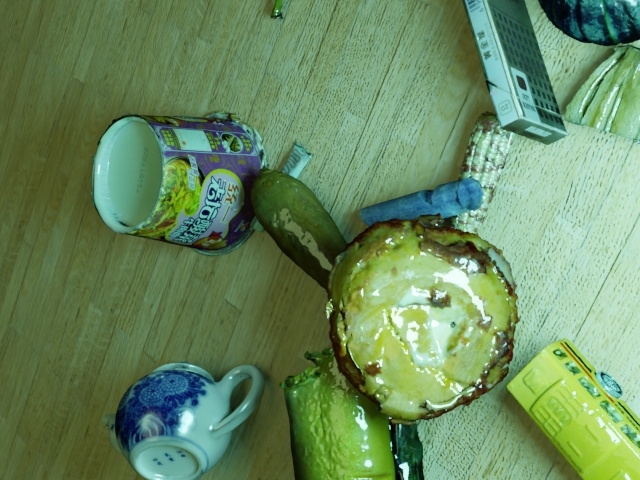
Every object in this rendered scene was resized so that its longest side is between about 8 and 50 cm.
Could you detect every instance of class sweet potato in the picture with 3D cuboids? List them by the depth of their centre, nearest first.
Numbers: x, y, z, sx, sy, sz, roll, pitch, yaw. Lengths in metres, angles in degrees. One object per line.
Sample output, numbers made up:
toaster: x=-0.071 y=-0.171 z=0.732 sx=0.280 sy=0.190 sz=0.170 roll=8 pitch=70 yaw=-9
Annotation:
sweet potato: x=-0.002 y=0.005 z=1.622 sx=0.422 sy=0.130 sz=0.130 roll=44 pitch=114 yaw=24

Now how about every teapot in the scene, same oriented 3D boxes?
teapot: x=-0.311 y=0.373 z=1.790 sx=0.424 sy=0.252 sz=0.280 roll=-22 pitch=36 yaw=17

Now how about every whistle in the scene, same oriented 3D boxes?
whistle: x=0.168 y=-0.055 z=1.471 sx=0.304 sy=0.062 sz=0.062 roll=-14 pitch=78 yaw=58

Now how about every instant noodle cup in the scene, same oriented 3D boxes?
instant noodle cup: x=-0.320 y=-0.138 z=1.789 sx=0.340 sy=0.266 sz=0.340 roll=-4 pitch=84 yaw=39

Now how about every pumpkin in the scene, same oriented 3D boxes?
pumpkin: x=0.423 y=-0.422 z=1.211 sx=0.248 sy=0.248 sz=0.248 roll=-2 pitch=86 yaw=39

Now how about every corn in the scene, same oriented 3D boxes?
corn: x=0.276 y=-0.108 z=1.430 sx=0.079 sy=0.079 sz=0.237 roll=27 pitch=110 yaw=37

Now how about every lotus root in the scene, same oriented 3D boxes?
lotus root: x=0.476 y=-0.224 z=1.273 sx=0.143 sy=0.070 sz=0.144 roll=38 pitch=115 yaw=40

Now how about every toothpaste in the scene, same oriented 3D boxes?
toothpaste: x=-0.085 y=-0.110 z=1.745 sx=0.056 sy=0.036 sz=0.205 roll=43 pitch=110 yaw=34

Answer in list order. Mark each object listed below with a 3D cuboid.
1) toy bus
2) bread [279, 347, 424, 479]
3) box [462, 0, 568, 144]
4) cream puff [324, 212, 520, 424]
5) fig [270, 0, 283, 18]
toy bus: x=0.436 y=0.309 z=1.242 sx=0.121 sy=0.123 sz=0.335 roll=-52 pitch=58 yaw=25
bread: x=0.054 y=0.385 z=1.508 sx=0.251 sy=0.208 sz=0.377 roll=-14 pitch=83 yaw=42
box: x=0.306 y=-0.323 z=1.343 sx=0.047 sy=0.180 sz=0.325 roll=-22 pitch=74 yaw=35
cream puff: x=0.172 y=0.123 z=1.384 sx=0.350 sy=0.228 sz=0.350 roll=0 pitch=93 yaw=4
fig: x=-0.039 y=-0.576 z=1.700 sx=0.151 sy=0.151 sz=0.259 roll=68 pitch=152 yaw=19
